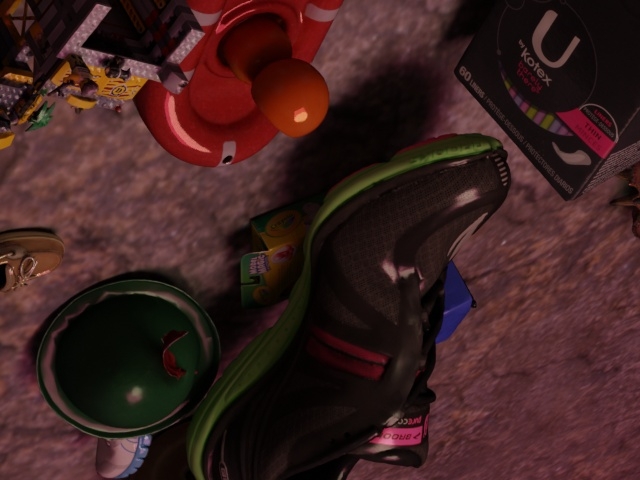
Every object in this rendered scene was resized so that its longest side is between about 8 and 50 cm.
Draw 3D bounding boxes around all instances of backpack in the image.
[{"bbox_3d":[0.089,0.060,1.871,0.101,0.098,0.120,-18,160,-14],"label":"backpack"}]

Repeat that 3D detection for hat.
[{"bbox_3d":[-0.158,0.146,1.640,0.173,0.183,0.208,-36,126,2],"label":"hat"}]

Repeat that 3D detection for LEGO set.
[{"bbox_3d":[-0.240,-0.132,1.179,0.255,0.192,0.331,-42,148,19],"label":"LEGO set"}]

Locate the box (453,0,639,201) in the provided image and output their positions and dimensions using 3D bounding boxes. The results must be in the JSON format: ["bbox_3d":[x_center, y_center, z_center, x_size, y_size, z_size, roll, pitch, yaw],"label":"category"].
[{"bbox_3d":[0.254,-0.189,1.521,0.143,0.165,0.270,-28,159,-36],"label":"box"}]

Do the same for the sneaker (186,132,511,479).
[{"bbox_3d":[0.056,0.099,1.685,0.185,0.202,0.483,-10,139,-46],"label":"sneaker"}]

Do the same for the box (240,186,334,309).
[{"bbox_3d":[0.000,0.000,1.751,0.179,0.043,0.105,-24,150,-17],"label":"box"}]

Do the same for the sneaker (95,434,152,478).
[{"bbox_3d":[-0.202,0.161,1.798,0.083,0.071,0.190,-1,131,-32],"label":"sneaker"}]

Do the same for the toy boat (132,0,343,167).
[{"bbox_3d":[-0.045,-0.138,1.388,0.151,0.151,0.231,-8,143,-34],"label":"toy boat"}]

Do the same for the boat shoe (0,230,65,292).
[{"bbox_3d":[-0.282,0.031,1.534,0.153,0.048,0.056,-9,144,-33],"label":"boat shoe"}]

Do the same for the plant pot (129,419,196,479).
[{"bbox_3d":[-0.105,0.315,1.971,0.263,0.263,0.229,-26,132,-8],"label":"plant pot"}]

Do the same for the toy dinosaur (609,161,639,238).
[{"bbox_3d":[0.386,-0.040,1.962,0.200,0.127,0.295,-21,153,-17],"label":"toy dinosaur"}]
